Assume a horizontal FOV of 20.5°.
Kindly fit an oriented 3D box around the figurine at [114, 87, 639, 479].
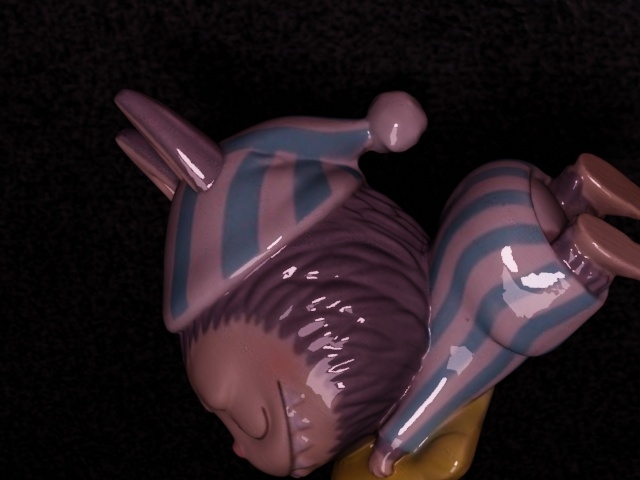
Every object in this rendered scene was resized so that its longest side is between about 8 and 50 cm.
[{"bbox_3d":[0.000,0.000,1.377,0.378,0.266,0.361,38,117,-16],"label":"figurine"}]
